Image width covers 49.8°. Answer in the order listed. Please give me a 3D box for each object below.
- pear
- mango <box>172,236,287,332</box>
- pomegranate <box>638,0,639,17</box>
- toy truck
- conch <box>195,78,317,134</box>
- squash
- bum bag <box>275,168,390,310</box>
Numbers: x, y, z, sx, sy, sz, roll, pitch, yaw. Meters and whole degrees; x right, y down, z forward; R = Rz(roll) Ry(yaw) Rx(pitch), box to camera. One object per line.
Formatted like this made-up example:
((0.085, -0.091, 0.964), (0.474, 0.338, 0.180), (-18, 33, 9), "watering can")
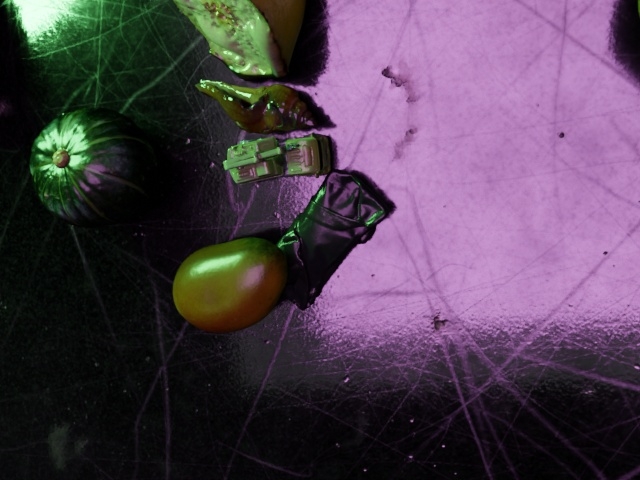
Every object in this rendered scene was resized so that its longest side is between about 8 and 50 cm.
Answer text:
((-0.108, -0.392, 1.069), (0.267, 0.267, 0.178), (39, 79, 7), "pear")
((-0.148, 0.077, 1.155), (0.221, 0.120, 0.151), (-12, 96, 28), "mango")
((0.549, -0.317, 0.861), (0.308, 0.307, 0.307), (2, 98, 14), "pomegranate")
((-0.075, -0.133, 1.128), (0.169, 0.100, 0.077), (-2, 98, 15), "toy truck")
((-0.107, -0.217, 1.137), (0.233, 0.086, 0.080), (5, 120, 19), "conch")
((-0.384, -0.124, 1.172), (0.218, 0.172, 0.218), (3, 97, 21), "squash")
((0.000, 0.000, 1.147), (0.123, 0.060, 0.248), (39, 107, 3), "bum bag")
